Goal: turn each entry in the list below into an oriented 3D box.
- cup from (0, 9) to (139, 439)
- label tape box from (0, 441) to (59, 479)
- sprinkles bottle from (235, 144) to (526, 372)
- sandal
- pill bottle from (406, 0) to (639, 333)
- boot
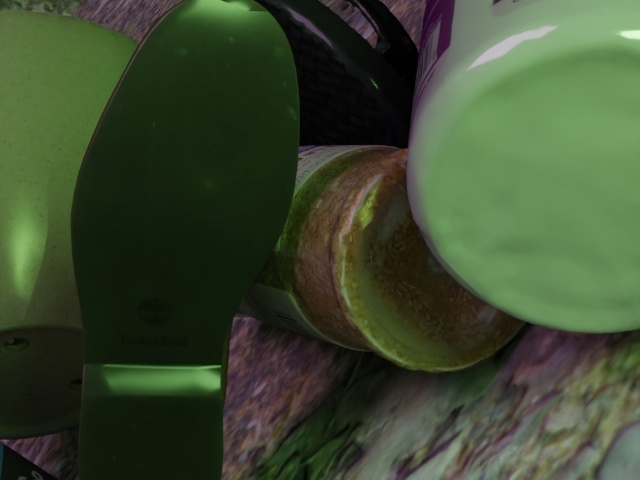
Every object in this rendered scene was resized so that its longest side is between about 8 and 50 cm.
[{"bbox_3d":[-0.245,0.015,1.297,0.331,0.331,0.237,-40,48,31],"label":"cup"},{"bbox_3d":[-0.281,0.180,1.107,0.115,0.249,0.348,-47,20,16],"label":"label tape box"},{"bbox_3d":[0.000,0.000,0.984,0.121,0.121,0.355,-56,20,-10],"label":"sprinkles bottle"},{"bbox_3d":[-0.015,-0.135,1.213,0.107,0.167,0.446,-38,17,-12],"label":"sandal"},{"bbox_3d":[0.135,-0.108,0.798,0.169,0.169,0.301,-40,23,32],"label":"pill bottle"},{"bbox_3d":[-0.084,0.003,0.902,0.115,0.112,0.305,-102,23,-67],"label":"boot"}]
